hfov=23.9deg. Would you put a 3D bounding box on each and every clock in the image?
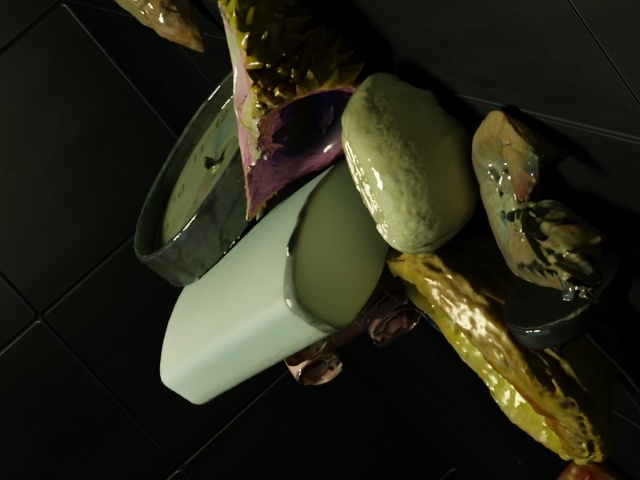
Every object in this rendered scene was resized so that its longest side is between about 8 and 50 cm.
[{"bbox_3d":[-0.113,-0.082,1.676,0.055,0.280,0.280,31,179,-19],"label":"clock"}]

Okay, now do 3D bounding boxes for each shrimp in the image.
[{"bbox_3d":[0.168,-0.032,1.161,0.254,0.059,0.145,-133,27,-81],"label":"shrimp"}]

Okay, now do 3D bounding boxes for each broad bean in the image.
[{"bbox_3d":[0.367,0.334,1.930,0.114,0.084,0.165,32,179,-42],"label":"broad bean"}]

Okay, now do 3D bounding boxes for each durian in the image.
[{"bbox_3d":[-0.038,-0.156,1.434,0.186,0.154,0.260,56,165,1],"label":"durian"}]

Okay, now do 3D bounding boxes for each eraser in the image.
[{"bbox_3d":[-0.050,0.046,1.548,0.104,0.189,0.290,30,148,-19],"label":"eraser"}]

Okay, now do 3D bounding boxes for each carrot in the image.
[{"bbox_3d":[-0.241,-0.333,1.950,0.263,0.102,0.102,44,173,10],"label":"carrot"}]

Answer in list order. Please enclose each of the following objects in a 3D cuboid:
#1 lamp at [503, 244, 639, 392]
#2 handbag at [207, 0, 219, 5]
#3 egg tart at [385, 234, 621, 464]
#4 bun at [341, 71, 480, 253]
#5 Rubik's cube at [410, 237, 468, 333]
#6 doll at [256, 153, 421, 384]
[{"bbox_3d":[0.303,0.121,1.289,0.371,0.108,0.130,35,159,-30],"label":"lamp"},{"bbox_3d":[-0.180,-0.331,1.409,0.288,0.152,0.342,31,172,5],"label":"handbag"},{"bbox_3d":[0.190,0.081,1.431,0.294,0.123,0.294,48,177,4],"label":"egg tart"},{"bbox_3d":[0.082,-0.073,1.339,0.188,0.111,0.164,87,157,-85],"label":"bun"},{"bbox_3d":[0.148,0.051,1.641,0.093,0.111,0.111,20,167,12],"label":"Rubik's cube"},{"bbox_3d":[0.000,0.000,1.784,0.268,0.216,0.284,58,175,30],"label":"doll"}]
